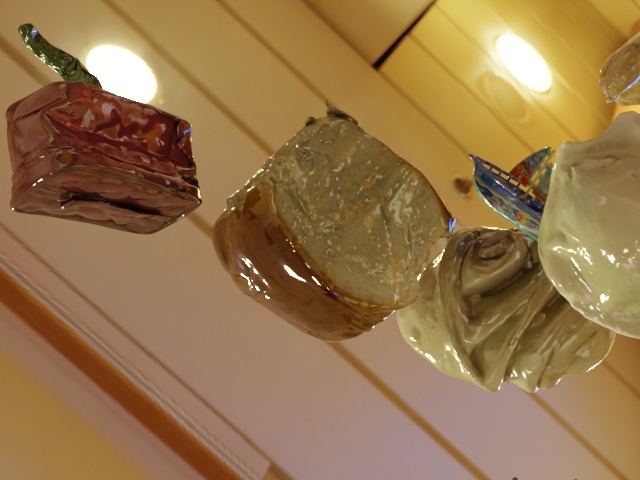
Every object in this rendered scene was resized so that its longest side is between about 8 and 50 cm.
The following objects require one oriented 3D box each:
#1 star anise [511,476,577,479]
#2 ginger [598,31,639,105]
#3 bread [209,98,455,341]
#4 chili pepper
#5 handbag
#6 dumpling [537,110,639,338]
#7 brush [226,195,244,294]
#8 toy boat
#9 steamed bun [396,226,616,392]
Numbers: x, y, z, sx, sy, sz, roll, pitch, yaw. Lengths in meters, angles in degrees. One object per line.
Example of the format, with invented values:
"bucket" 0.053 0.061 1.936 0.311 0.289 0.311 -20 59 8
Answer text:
"star anise" 0.192 0.301 0.718 0.180 0.205 0.061 58 175 37
"ginger" 0.417 -0.226 1.080 0.295 0.131 0.086 -21 -105 -54
"bread" 0.000 0.000 1.068 0.250 0.279 0.225 42 -115 -6
"chili pepper" -0.413 -0.279 1.328 0.182 0.050 0.073 44 -166 -7
"handbag" -0.252 -0.089 0.958 0.225 0.146 0.135 16 -121 -50
"dumpling" 0.253 -0.006 0.697 0.118 0.136 0.199 -6 -94 -49
"brush" -0.124 0.007 1.308 0.051 0.014 0.164 -10 -97 -45
"toy boat" 0.275 -0.075 1.072 0.175 0.110 0.091 34 -159 6
"steamed bun" 0.333 0.094 1.439 0.339 0.352 0.247 -15 -68 -28
